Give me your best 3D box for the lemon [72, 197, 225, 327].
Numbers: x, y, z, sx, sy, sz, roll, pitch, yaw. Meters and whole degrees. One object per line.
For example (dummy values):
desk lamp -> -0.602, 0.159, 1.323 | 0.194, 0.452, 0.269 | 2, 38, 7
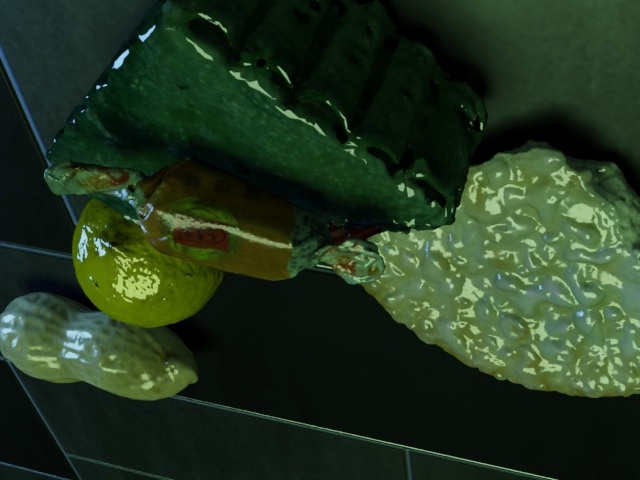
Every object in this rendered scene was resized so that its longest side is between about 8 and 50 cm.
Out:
lemon -> -0.118, 0.006, 0.718 | 0.109, 0.109, 0.133 | 20, -174, 3

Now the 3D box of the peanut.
peanut -> -0.195, 0.095, 0.899 | 0.187, 0.082, 0.082 | 9, 141, 15

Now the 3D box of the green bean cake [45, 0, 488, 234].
green bean cake -> -0.036, -0.062, 0.597 | 0.193, 0.107, 0.208 | 33, 143, -19

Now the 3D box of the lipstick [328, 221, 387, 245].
lipstick -> -0.001, 0.000, 0.686 | 0.027, 0.027, 0.176 | 35, 156, -16

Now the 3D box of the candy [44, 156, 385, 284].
candy -> -0.053, -0.013, 0.544 | 0.182, 0.046, 0.053 | 17, 143, -2

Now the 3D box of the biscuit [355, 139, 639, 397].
biscuit -> 0.135, 0.017, 0.633 | 0.266, 0.040, 0.188 | 13, 129, 22
